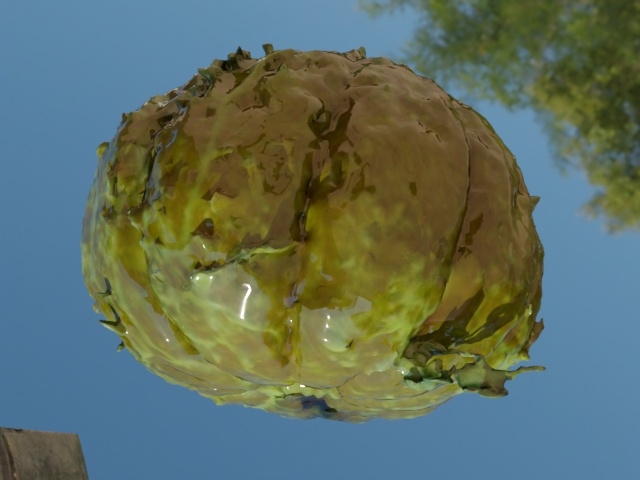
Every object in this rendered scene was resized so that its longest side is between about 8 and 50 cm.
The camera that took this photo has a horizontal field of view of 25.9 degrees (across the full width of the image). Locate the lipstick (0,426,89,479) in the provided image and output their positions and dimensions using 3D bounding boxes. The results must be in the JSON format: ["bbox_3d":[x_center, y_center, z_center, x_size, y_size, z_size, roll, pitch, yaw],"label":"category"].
[{"bbox_3d":[-0.297,0.190,1.121,0.289,0.077,0.076,24,-133,-63],"label":"lipstick"}]

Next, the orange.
[{"bbox_3d":[0.000,0.000,0.888,0.300,0.223,0.301,13,162,0],"label":"orange"}]
